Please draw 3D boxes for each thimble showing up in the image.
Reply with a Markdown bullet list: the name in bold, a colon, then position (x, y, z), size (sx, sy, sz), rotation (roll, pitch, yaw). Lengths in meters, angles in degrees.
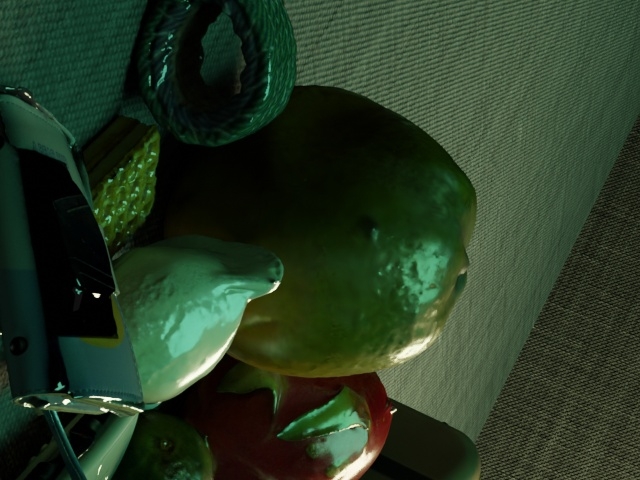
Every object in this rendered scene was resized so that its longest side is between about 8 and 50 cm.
- **thimble**: position (-0.084, -0.148, 1.637), size (0.090, 0.118, 0.135), rotation (-35, 128, -71)

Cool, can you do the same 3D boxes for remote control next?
- **remote control**: position (-0.242, 0.234, 1.694), size (0.140, 0.056, 0.296), rotation (-62, 174, 31)

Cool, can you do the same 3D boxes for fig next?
- **fig**: position (-0.174, 0.242, 1.900), size (0.117, 0.117, 0.177), rotation (-49, 174, -50)

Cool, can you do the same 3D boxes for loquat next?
- **loquat**: position (0.000, 0.000, 1.818), size (0.276, 0.283, 0.276), rotation (16, 90, -76)

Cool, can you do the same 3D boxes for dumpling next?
- **dumpling**: position (-0.151, 0.063, 1.647), size (0.126, 0.166, 0.216), rotation (35, 91, -32)

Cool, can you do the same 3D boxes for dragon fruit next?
- **dragon fruit**: position (-0.045, 0.184, 2.061), size (0.227, 0.224, 0.224), rotation (-24, 142, -28)

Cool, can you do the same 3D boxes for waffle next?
- **waffle**: position (-0.183, -0.026, 1.605), size (0.148, 0.042, 0.102), rotation (-52, 159, -46)

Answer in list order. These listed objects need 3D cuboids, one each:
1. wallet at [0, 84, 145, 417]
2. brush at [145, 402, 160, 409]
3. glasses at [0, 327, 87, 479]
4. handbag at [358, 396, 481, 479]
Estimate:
- **wallet**: position (-0.183, 0.010, 1.399), size (0.170, 0.069, 0.231), rotation (30, 46, -71)
- **brush**: position (-0.119, 0.084, 1.969), size (0.297, 0.068, 0.060), rotation (-46, 175, -46)
- **glasses**: position (-0.226, 0.154, 1.391), size (0.220, 0.088, 0.190), rotation (52, 46, -19)
- **handbag**: position (0.003, 0.289, 2.208), size (0.283, 0.301, 0.149), rotation (-48, 154, -36)
